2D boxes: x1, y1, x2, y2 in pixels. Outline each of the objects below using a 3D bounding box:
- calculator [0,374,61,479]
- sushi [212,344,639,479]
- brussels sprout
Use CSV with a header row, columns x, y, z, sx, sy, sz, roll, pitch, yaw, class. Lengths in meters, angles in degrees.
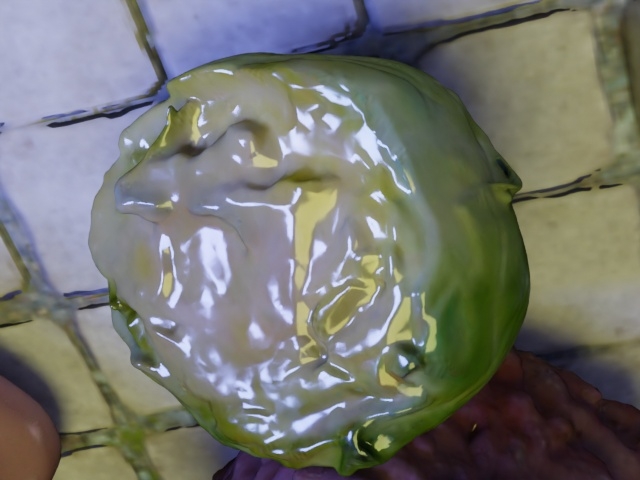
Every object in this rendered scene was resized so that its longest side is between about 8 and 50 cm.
x,y,z,sx,sy,sz,roll,pitch,yaw,class
-0.268,0.125,0.628,0.220,0.048,0.330,36,121,-21,calculator
0.032,0.178,0.579,0.237,0.171,0.270,21,130,-13,sushi
0.004,0.001,0.482,0.151,0.122,0.149,44,115,13,brussels sprout
